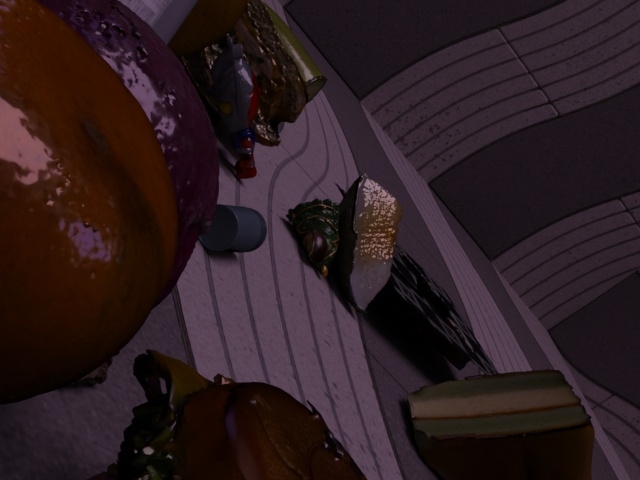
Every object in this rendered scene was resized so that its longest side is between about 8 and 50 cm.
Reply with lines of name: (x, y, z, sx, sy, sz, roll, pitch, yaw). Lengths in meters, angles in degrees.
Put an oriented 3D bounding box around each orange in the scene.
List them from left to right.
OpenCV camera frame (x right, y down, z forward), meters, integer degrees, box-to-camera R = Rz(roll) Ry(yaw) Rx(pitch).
orange: (-0.182, -0.025, 0.513, 0.240, 0.171, 0.240, 54, 16, -23)
orange: (-0.195, -0.344, 1.239, 0.236, 0.236, 0.236, 50, 13, -15)

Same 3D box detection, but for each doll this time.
doll: (-0.109, -0.176, 1.297, 0.104, 0.062, 0.195, -74, 163, -56)
doll: (0.008, -0.007, 1.388, 0.113, 0.076, 0.078, 61, 6, 30)

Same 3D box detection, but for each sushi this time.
sushi: (0.152, 0.104, 1.647, 0.359, 0.064, 0.343, 43, 12, -35)

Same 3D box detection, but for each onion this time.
onion: (-0.159, -0.063, 0.740, 0.267, 0.159, 0.349, 33, 23, -51)

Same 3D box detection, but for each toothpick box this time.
toothpick box: (-0.096, -0.013, 1.074, 0.052, 0.052, 0.083, 56, 14, 11)

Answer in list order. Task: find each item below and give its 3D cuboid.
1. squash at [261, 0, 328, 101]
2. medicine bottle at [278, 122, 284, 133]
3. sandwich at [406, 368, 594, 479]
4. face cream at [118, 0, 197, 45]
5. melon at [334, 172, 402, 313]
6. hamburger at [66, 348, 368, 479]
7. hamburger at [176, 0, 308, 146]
squash: (-0.110, -0.343, 1.771, 0.247, 0.132, 0.132, 53, 12, 9)
medicine bottle: (-0.099, -0.223, 1.636, 0.074, 0.055, 0.118, 43, 14, -41)
sandwich: (0.233, 0.301, 1.316, 0.155, 0.227, 0.198, -100, -174, -68)
face cream: (-0.187, -0.327, 1.065, 0.163, 0.080, 0.337, 38, 61, -20)
melon: (0.058, 0.013, 1.449, 0.093, 0.139, 0.203, 12, 75, -24)
hamburger: (-0.040, 0.184, 0.532, 0.243, 0.138, 0.262, 47, 14, -33)
hamburger: (-0.130, -0.258, 1.420, 0.283, 0.144, 0.156, 62, -12, -2)
